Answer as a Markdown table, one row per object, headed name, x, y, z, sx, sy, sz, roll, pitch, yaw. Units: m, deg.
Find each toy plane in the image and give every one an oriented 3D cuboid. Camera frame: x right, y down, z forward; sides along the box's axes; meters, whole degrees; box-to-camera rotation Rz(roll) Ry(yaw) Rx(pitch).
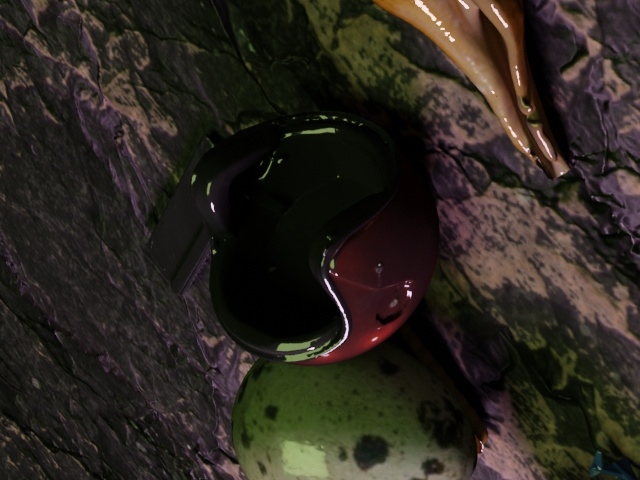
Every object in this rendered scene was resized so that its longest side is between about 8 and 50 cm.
| name | x | y | z | sx | sy | sz | roll | pitch | yaw |
| --- | --- | --- | --- | --- | --- | --- | --- | --- | --- |
| toy plane | 0.289 | 0.230 | 1.285 | 0.167 | 0.062 | 0.054 | 43 | 146 | 33 |

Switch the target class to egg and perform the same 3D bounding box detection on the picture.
| name | x | y | z | sx | sy | sz | roll | pitch | yaw |
| --- | --- | --- | --- | --- | --- | --- | --- | --- | --- |
| egg | 0.030 | 0.169 | 1.391 | 0.228 | 0.177 | 0.177 | 10 | 129 | 23 |

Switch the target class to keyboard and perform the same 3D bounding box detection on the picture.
| name | x | y | z | sx | sy | sz | roll | pitch | yaw |
| --- | --- | --- | --- | --- | --- | --- | --- | --- | --- |
| keyboard | -0.125 | -0.025 | 1.593 | 0.072 | 0.023 | 0.231 | 54 | 146 | 13 |

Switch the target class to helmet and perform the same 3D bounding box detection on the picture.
| name | x | y | z | sx | sy | sz | roll | pitch | yaw |
| --- | --- | --- | --- | --- | --- | --- | --- | --- | --- |
| helmet | 0.000 | 0.000 | 1.306 | 0.189 | 0.193 | 0.216 | 31 | 97 | 36 |

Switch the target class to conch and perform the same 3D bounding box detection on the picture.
| name | x | y | z | sx | sy | sz | roll | pitch | yaw |
| --- | --- | --- | --- | --- | --- | --- | --- | --- | --- |
| conch | 0.102 | -0.177 | 1.141 | 0.109 | 0.093 | 0.330 | -20 | 125 | 37 |

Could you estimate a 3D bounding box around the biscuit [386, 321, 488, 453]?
| name | x | y | z | sx | sy | sz | roll | pitch | yaw |
| --- | --- | --- | --- | --- | --- | --- | --- | --- | --- |
| biscuit | 0.048 | 0.116 | 1.501 | 0.254 | 0.029 | 0.172 | 53 | 146 | 2 |
